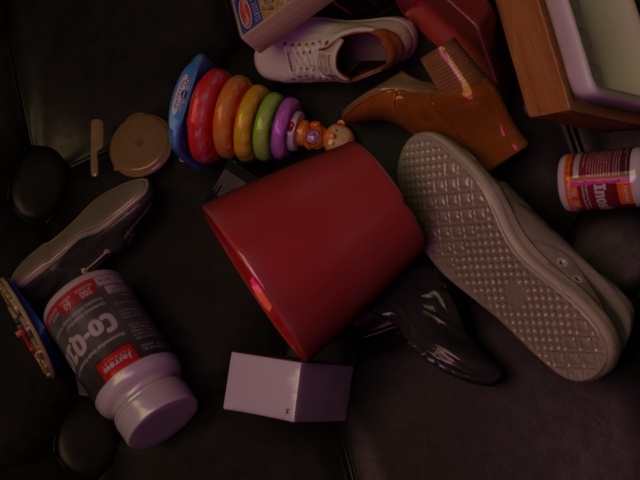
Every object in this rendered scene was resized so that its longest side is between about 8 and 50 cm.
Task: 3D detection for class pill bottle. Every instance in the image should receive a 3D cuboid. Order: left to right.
[{"bbox_3d":[-0.337,0.201,1.970,0.161,0.161,0.283,-46,64,16],"label":"pill bottle"},{"bbox_3d":[0.418,-0.087,1.633,0.152,0.086,0.086,-4,80,29],"label":"pill bottle"}]

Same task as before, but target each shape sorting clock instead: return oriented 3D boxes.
[{"bbox_3d":[-0.528,0.159,2.078,0.040,0.206,0.206,-32,62,-20],"label":"shape sorting clock"}]

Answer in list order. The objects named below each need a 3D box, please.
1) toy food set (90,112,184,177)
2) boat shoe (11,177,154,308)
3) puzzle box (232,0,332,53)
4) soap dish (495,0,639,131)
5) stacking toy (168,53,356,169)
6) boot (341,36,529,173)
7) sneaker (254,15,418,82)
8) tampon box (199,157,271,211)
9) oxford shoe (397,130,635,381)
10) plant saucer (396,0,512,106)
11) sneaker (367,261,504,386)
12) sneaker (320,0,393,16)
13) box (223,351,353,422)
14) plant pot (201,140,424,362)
[{"bbox_3d":[-0.318,-0.172,2.080,0.192,0.038,0.132,-7,69,14],"label":"toy food set"},{"bbox_3d":[-0.411,0.008,2.094,0.335,0.095,0.112,-34,32,17],"label":"boat shoe"},{"bbox_3d":[-0.049,-0.528,1.910,0.272,0.052,0.409,-33,49,22],"label":"puzzle box"},{"bbox_3d":[0.355,-0.292,1.630,0.118,0.229,0.290,-26,70,41],"label":"soap dish"},{"bbox_3d":[-0.086,-0.187,1.913,0.302,0.166,0.175,13,80,16],"label":"stacking toy"},{"bbox_3d":[0.169,-0.165,1.775,0.295,0.104,0.211,-25,98,53],"label":"boot"},{"bbox_3d":[0.003,-0.304,1.864,0.290,0.123,0.106,-6,111,29],"label":"sneaker"},{"bbox_3d":[-0.088,-0.044,1.890,0.161,0.120,0.101,36,100,29],"label":"tampon box"},{"bbox_3d":[0.277,0.014,1.670,0.449,0.130,0.169,48,134,22],"label":"oxford shoe"},{"bbox_3d":[0.186,-0.341,1.712,0.048,0.258,0.259,-42,63,-1],"label":"plant saucer"},{"bbox_3d":[0.172,0.105,1.736,0.286,0.109,0.130,41,97,26],"label":"sneaker"},{"bbox_3d":[0.107,-0.485,1.873,0.314,0.116,0.136,-36,53,17],"label":"sneaker"},{"bbox_3d":[-0.047,0.227,1.798,0.130,0.170,0.091,6,85,29],"label":"box"},{"bbox_3d":[0.000,0.000,1.690,0.243,0.275,0.275,-33,65,-8],"label":"plant pot"}]
